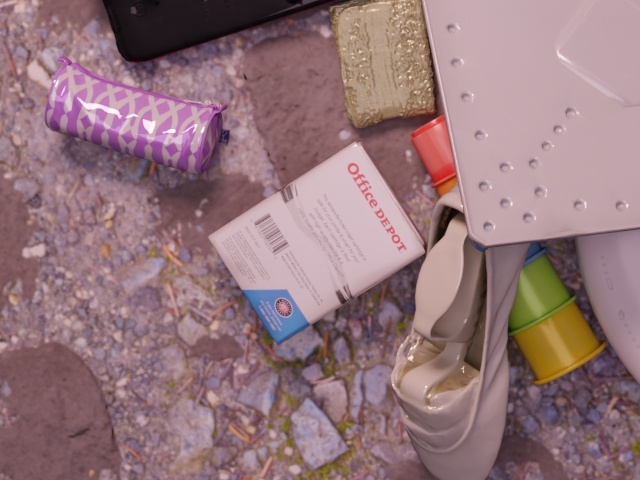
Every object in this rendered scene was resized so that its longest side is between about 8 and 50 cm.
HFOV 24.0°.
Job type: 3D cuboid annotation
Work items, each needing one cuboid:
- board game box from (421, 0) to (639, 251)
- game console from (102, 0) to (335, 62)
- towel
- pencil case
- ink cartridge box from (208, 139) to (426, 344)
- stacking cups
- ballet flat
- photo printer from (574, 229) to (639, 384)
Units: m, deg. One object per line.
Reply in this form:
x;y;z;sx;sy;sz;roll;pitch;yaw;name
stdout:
0.304;-0.193;1.558;0.390;0.050;0.390;-7;73;-9;board game box
-0.122;-0.428;1.693;0.342;0.060;0.386;-16;93;7;game console
0.073;-0.208;1.707;0.110;0.027;0.148;-10;93;6;towel
-0.210;-0.140;1.714;0.206;0.086;0.088;15;112;4;pencil case
0.000;0.000;1.704;0.203;0.086;0.148;-32;92;7;ink cartridge box
0.198;0.006;1.679;0.096;0.096;0.316;-32;91;8;stacking cups
0.138;0.107;1.628;0.139;0.139;0.400;11;114;5;ballet flat
0.448;0.029;1.647;0.307;0.107;0.256;-27;92;8;photo printer
